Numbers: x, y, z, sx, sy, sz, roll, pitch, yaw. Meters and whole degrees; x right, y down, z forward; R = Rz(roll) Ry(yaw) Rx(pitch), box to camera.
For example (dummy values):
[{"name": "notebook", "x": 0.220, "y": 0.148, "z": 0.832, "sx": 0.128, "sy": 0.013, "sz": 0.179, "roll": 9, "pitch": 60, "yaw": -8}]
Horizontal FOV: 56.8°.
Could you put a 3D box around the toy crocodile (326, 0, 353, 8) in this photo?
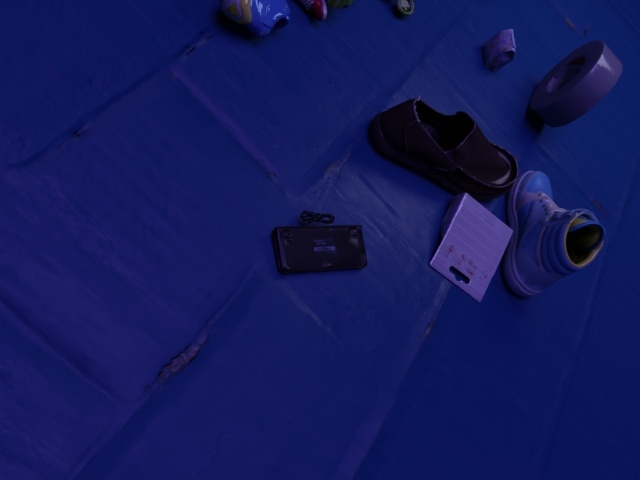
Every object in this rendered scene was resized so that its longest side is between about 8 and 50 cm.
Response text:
[{"name": "toy crocodile", "x": 0.069, "y": -0.620, "z": 1.280, "sx": 0.105, "sy": 0.115, "sz": 0.341, "roll": 28, "pitch": 55, "yaw": -13}]

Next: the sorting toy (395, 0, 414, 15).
[{"name": "sorting toy", "x": 0.177, "y": -0.566, "z": 1.375, "sx": 0.061, "sy": 0.042, "sz": 0.102, "roll": -46, "pitch": 109, "yaw": -21}]

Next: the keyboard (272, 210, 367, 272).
[{"name": "keyboard", "x": 0.000, "y": 0.000, "z": 1.028, "sx": 0.180, "sy": 0.023, "sz": 0.108, "roll": -2, "pitch": 78, "yaw": -34}]

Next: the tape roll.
[{"name": "tape roll", "x": 0.628, "y": -0.386, "z": 1.465, "sx": 0.072, "sy": 0.219, "sz": 0.219, "roll": 39, "pitch": 55, "yaw": -13}]

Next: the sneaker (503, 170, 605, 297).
[{"name": "sneaker", "x": 0.503, "y": -0.045, "z": 1.248, "sx": 0.127, "sy": 0.208, "sz": 0.319, "roll": 25, "pitch": 58, "yaw": -20}]

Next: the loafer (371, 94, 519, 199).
[{"name": "loafer", "x": 0.283, "y": -0.185, "z": 1.217, "sx": 0.365, "sy": 0.130, "sz": 0.134, "roll": 14, "pitch": 63, "yaw": -27}]

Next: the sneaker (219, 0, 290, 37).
[{"name": "sneaker", "x": -0.110, "y": -0.477, "z": 1.137, "sx": 0.126, "sy": 0.091, "sz": 0.240, "roll": 43, "pitch": 51, "yaw": -33}]

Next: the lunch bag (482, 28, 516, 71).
[{"name": "lunch bag", "x": 0.453, "y": -0.477, "z": 1.478, "sx": 0.053, "sy": 0.083, "sz": 0.071, "roll": 12, "pitch": 64, "yaw": -28}]

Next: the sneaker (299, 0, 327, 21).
[{"name": "sneaker", "x": -0.034, "y": -0.497, "z": 1.205, "sx": 0.067, "sy": 0.042, "sz": 0.119, "roll": -10, "pitch": 68, "yaw": -39}]

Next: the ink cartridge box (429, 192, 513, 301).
[{"name": "ink cartridge box", "x": 0.303, "y": 0.015, "z": 1.213, "sx": 0.145, "sy": 0.045, "sz": 0.179, "roll": 35, "pitch": 74, "yaw": -16}]
